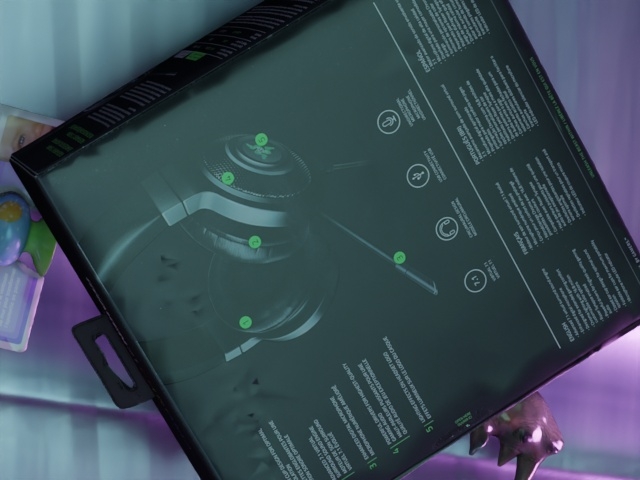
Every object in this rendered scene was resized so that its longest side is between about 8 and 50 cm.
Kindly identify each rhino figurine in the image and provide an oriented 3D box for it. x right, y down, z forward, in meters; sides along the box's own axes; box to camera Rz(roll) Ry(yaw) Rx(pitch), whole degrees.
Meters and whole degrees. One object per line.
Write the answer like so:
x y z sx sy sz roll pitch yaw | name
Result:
0.114 0.044 1.203 0.106 0.073 0.243 -6 100 -25 | rhino figurine

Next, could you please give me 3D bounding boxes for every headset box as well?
0.000 0.000 1.057 0.283 0.131 0.246 -33 104 -9 | headset box

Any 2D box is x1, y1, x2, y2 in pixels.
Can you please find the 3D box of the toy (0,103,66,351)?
-0.255 -0.027 1.058 0.237 0.056 0.136 15 90 -22 | toy
